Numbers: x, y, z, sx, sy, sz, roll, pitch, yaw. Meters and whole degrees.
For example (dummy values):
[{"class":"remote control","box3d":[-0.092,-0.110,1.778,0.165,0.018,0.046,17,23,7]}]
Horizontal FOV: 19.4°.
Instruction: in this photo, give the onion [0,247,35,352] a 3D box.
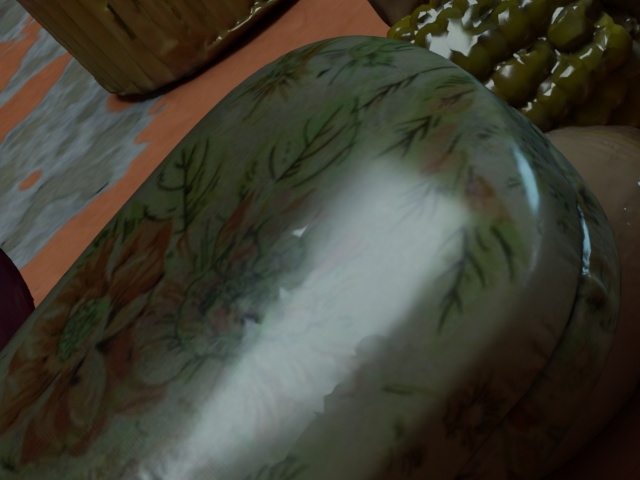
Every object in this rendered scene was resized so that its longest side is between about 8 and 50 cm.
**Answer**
[{"class":"onion","box3d":[-0.217,0.055,0.866,0.177,0.153,0.177,-33,8,5]}]

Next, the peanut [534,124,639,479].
[{"class":"peanut","box3d":[0.068,0.024,0.579,0.076,0.076,0.152,-3,43,55]}]

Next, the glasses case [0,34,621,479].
[{"class":"glasses case","box3d":[-0.083,0.126,0.524,0.425,0.098,0.156,-51,40,3]}]

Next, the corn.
[{"class":"corn","box3d":[0.000,0.000,0.694,0.320,0.097,0.097,-37,24,12]}]

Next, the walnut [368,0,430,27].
[{"class":"walnut","box3d":[0.107,-0.186,0.806,0.238,0.141,0.204,-44,28,0]}]

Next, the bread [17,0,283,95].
[{"class":"bread","box3d":[-0.096,-0.229,1.163,0.204,0.156,0.288,-24,27,30]}]
